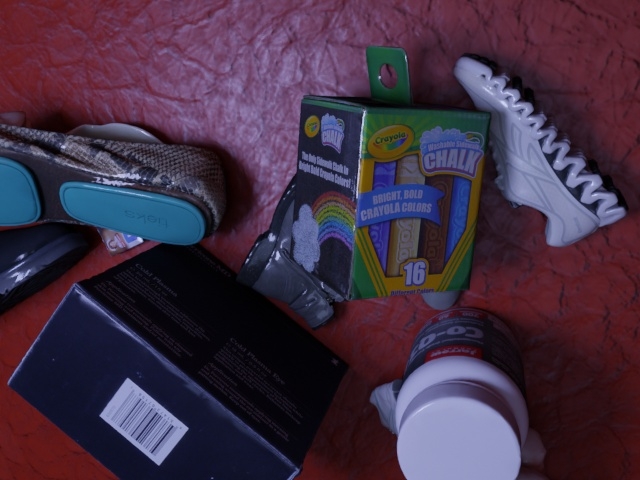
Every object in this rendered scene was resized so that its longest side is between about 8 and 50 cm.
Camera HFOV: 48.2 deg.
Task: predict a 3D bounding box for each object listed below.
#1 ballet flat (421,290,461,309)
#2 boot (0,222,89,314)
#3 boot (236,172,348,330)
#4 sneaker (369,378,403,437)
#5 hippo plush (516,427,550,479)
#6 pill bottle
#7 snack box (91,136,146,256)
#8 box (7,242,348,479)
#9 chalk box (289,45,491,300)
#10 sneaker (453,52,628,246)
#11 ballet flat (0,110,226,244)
[{"bbox_3d":[0.171,0.002,0.986,0.072,0.068,0.213,9,105,10],"label":"ballet flat"},{"bbox_3d":[-0.619,-0.083,1.128,0.367,0.146,0.445,-30,90,16],"label":"boot"},{"bbox_3d":[0.000,0.000,1.035,0.161,0.083,0.246,29,108,-7],"label":"boot"},{"bbox_3d":[0.130,0.275,1.074,0.061,0.054,0.152,-23,102,41],"label":"sneaker"},{"bbox_3d":[0.260,0.423,0.970,0.236,0.234,0.294,41,82,-11],"label":"hippo plush"},{"bbox_3d":[0.182,0.202,0.916,0.161,0.283,0.161,3,103,12],"label":"pill bottle"},{"bbox_3d":[-0.337,-0.068,1.115,0.064,0.022,0.178,-24,96,16],"label":"snack box"},{"bbox_3d":[-0.168,0.185,0.981,0.343,0.312,0.179,39,108,3],"label":"box"},{"bbox_3d":[0.083,-0.093,0.896,0.179,0.180,0.288,-2,106,-26],"label":"chalk box"},{"bbox_3d":[0.261,-0.115,0.925,0.118,0.110,0.292,-40,91,27],"label":"sneaker"},{"bbox_3d":[-0.372,-0.102,1.016,0.483,0.182,0.164,6,139,-7],"label":"ballet flat"}]
